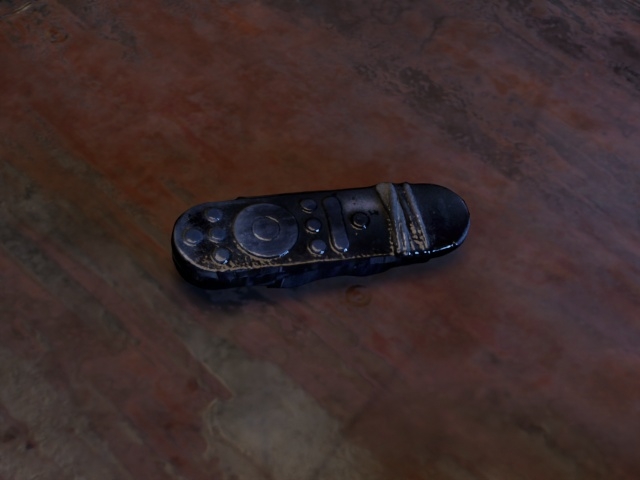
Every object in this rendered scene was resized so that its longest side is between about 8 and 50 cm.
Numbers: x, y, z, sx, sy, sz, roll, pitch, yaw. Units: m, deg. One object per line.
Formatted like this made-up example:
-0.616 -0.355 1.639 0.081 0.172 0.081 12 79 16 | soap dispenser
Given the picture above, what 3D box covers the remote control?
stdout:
0.000 0.000 1.307 0.266 0.066 0.090 -6 64 -10 | remote control
